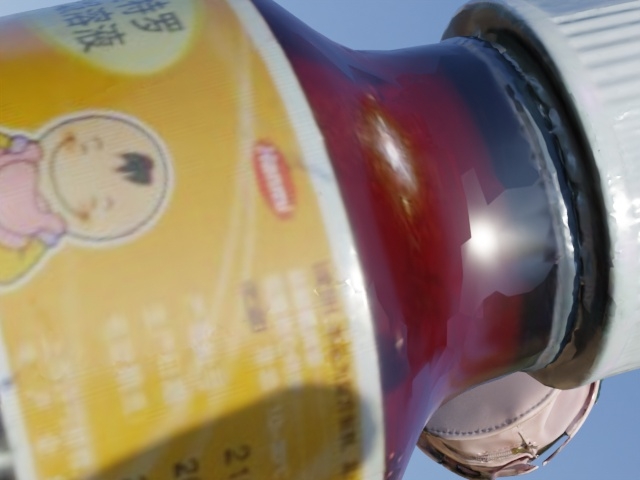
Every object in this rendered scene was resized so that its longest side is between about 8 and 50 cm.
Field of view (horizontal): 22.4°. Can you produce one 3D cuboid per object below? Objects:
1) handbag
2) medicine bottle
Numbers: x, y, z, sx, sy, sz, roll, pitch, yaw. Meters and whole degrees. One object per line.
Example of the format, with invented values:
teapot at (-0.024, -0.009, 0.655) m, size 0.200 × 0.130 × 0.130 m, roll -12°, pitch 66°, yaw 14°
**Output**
handbag at (0.117, 0.077, 1.205) m, size 0.205 × 0.179 × 0.116 m, roll 52°, pitch 6°, yaw 38°
medicine bottle at (0.000, 0.000, 0.665) m, size 0.242 × 0.395 × 0.242 m, roll 164°, pitch -90°, yaw -70°
